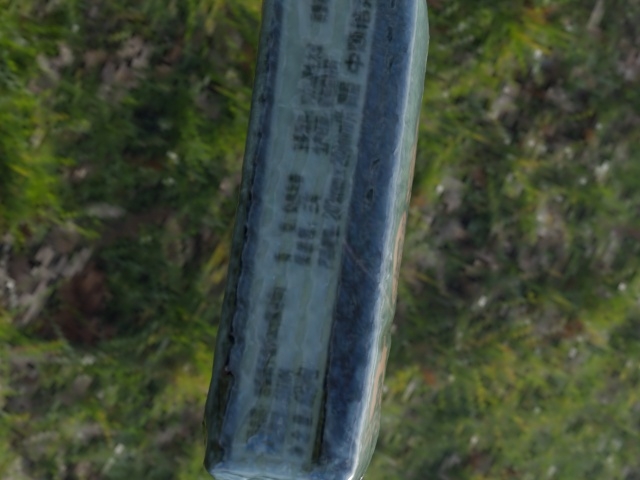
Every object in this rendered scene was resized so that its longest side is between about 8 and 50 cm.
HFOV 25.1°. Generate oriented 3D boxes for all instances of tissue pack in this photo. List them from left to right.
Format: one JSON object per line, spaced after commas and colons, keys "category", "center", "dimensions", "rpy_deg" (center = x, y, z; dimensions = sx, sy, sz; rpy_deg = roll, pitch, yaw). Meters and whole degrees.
{"category": "tissue pack", "center": [0.000, 0.000, 0.878], "dimensions": [0.228, 0.103, 0.315], "rpy_deg": [93, 4, -77]}
